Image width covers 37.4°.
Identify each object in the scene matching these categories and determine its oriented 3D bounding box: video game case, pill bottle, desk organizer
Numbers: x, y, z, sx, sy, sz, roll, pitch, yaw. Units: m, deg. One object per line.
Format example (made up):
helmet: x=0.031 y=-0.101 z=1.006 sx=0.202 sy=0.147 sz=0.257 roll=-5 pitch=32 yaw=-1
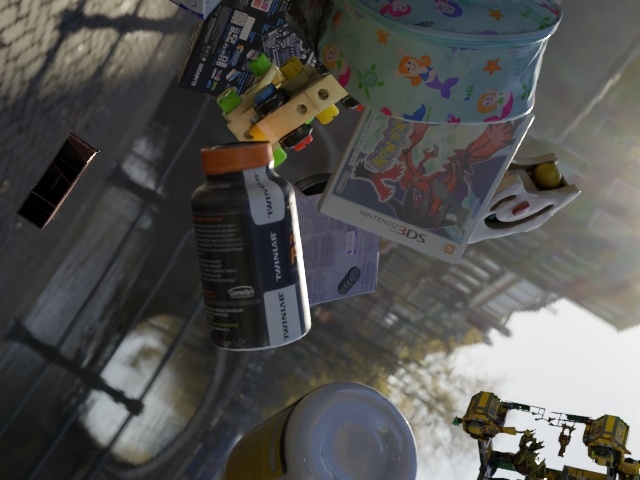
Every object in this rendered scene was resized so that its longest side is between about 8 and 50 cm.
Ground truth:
video game case: x=0.119 y=-0.090 z=1.080 sx=0.023 sy=0.183 sz=0.201 roll=-105 pitch=-142 yaw=-67
pill bottle: x=-0.089 y=0.002 z=1.165 sx=0.130 sy=0.130 sz=0.246 roll=-48 pitch=132 yaw=-73
desk organizer: x=-0.365 y=-0.081 z=1.309 sx=0.130 sy=0.047 sz=0.050 roll=-51 pitch=-168 yaw=21
pill bottle: x=-0.013 y=0.179 z=0.717 sx=0.103 sy=0.103 sz=0.184 roll=-56 pitch=-172 yaw=-36

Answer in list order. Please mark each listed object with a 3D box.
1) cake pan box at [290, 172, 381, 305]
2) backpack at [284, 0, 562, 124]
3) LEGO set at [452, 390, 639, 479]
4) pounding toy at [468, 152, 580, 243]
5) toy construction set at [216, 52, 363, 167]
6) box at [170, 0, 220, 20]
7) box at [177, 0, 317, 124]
cake pan box: x=0.000 y=0.000 z=1.870 sx=0.245 sy=0.070 sz=0.267 roll=-13 pitch=122 yaw=-25
backpack: x=0.103 y=-0.221 z=0.905 sx=0.253 sy=0.225 sz=0.191 roll=-117 pitch=-148 yaw=-42
LEGO set: x=0.374 y=0.418 z=1.626 sx=0.192 sy=0.331 sz=0.255 roll=-56 pitch=153 yaw=-45
pounding toy: x=0.245 y=-0.101 z=1.403 sx=0.269 sy=0.155 sz=0.154 roll=-10 pitch=150 yaw=-31
toy construction set: x=-0.009 y=-0.226 z=1.263 sx=0.328 sy=0.151 sz=0.215 roll=-46 pitch=-166 yaw=29
box: x=-0.237 y=-0.477 z=1.660 sx=0.072 sy=0.126 sz=0.137 roll=-54 pitch=171 yaw=-23
box: x=-0.102 y=-0.400 z=1.902 sx=0.296 sy=0.293 sz=0.073 roll=-63 pitch=-154 yaw=28
